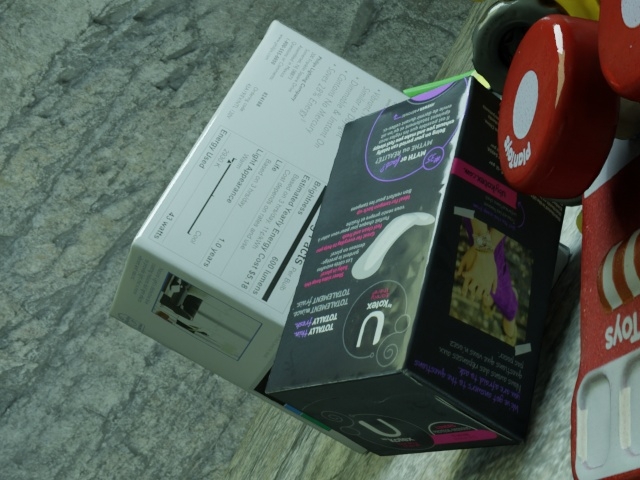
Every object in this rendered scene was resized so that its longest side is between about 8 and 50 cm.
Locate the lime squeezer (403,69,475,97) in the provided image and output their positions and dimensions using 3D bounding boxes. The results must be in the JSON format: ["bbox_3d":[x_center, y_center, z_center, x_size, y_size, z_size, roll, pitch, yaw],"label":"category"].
[{"bbox_3d":[0.266,-0.267,1.740,0.310,0.110,0.058,-25,-57,-36],"label":"lime squeezer"}]

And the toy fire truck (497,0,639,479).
[{"bbox_3d":[0.203,-0.010,0.558,0.302,0.169,0.253,128,148,-68],"label":"toy fire truck"}]

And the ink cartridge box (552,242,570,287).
[{"bbox_3d":[0.158,0.048,1.119,0.127,0.072,0.175,-59,3,-6],"label":"ink cartridge box"}]

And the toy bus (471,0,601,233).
[{"bbox_3d":[0.244,-0.142,0.878,0.211,0.220,0.149,-21,9,26],"label":"toy bus"}]

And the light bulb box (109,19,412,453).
[{"bbox_3d":[0.000,0.000,1.381,0.358,0.361,0.225,-61,3,-29],"label":"light bulb box"}]

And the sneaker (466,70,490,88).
[{"bbox_3d":[0.204,-0.166,1.646,0.384,0.147,0.145,-57,3,21],"label":"sneaker"}]

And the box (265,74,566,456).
[{"bbox_3d":[0.088,0.026,0.960,0.165,0.143,0.270,-16,48,47],"label":"box"}]

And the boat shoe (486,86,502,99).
[{"bbox_3d":[0.202,-0.125,1.502,0.113,0.127,0.340,-60,5,-26],"label":"boat shoe"}]
